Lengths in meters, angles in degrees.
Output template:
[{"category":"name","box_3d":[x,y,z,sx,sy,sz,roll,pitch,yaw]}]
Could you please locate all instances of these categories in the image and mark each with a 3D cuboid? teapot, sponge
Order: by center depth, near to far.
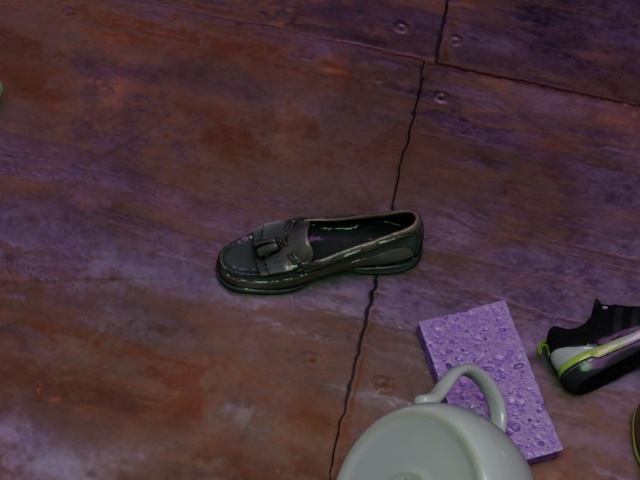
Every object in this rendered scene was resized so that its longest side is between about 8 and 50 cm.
[{"category":"teapot","box_3d":[0.147,0.299,1.469,0.256,0.187,0.252,-55,45,13]},{"category":"sponge","box_3d":[0.202,0.178,1.635,0.117,0.031,0.210,-12,60,-11]}]

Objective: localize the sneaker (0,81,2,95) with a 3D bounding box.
[{"category":"sneaker","box_3d":[-0.544,-0.209,1.797,0.216,0.079,0.121,-22,64,-15]}]

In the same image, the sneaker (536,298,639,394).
[{"category":"sneaker","box_3d":[0.377,0.102,1.662,0.234,0.084,0.097,-21,61,-16]}]

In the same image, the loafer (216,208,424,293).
[{"category":"loafer","box_3d":[0.000,0.000,1.700,0.267,0.084,0.096,-8,59,-8]}]

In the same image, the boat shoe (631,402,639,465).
[{"category":"boat shoe","box_3d":[0.410,0.263,1.578,0.064,0.060,0.178,-3,59,-5]}]
